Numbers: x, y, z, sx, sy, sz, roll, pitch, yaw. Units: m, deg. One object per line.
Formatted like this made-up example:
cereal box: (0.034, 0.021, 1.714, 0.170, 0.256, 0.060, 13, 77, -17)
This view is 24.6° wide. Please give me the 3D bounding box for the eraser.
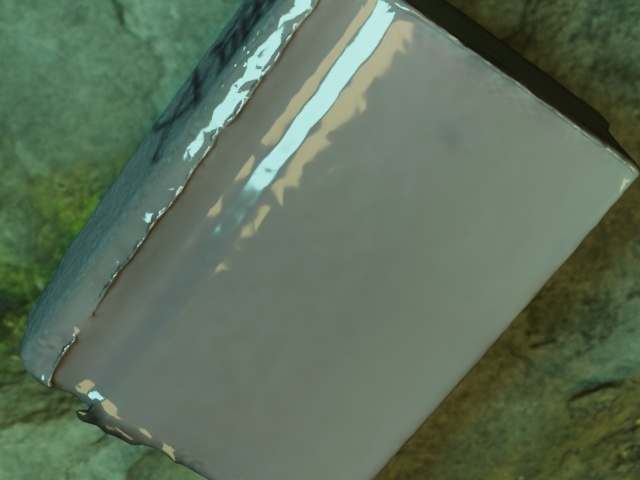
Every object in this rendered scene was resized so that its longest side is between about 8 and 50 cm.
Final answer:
eraser: (0.000, 0.000, 1.018, 0.272, 0.122, 0.359, 31, 109, -20)
